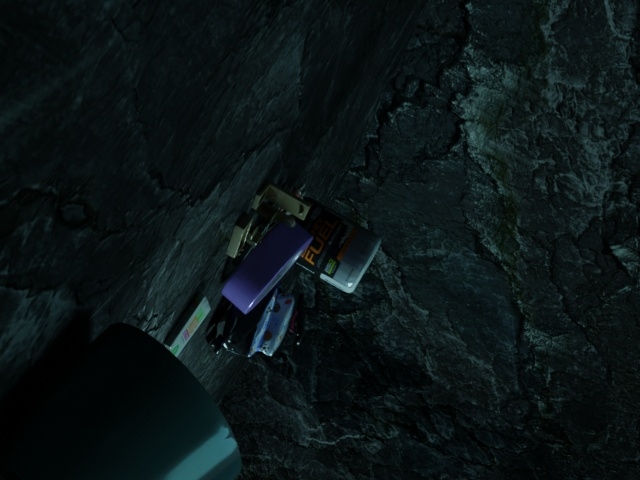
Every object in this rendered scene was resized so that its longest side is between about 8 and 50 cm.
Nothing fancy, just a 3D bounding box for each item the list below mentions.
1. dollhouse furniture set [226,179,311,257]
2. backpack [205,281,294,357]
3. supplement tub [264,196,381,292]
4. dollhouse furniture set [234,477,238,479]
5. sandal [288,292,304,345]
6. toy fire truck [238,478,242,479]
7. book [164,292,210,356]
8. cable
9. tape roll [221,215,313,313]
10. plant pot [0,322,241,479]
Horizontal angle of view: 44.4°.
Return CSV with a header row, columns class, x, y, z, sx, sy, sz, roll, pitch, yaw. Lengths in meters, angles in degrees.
class,x,y,z,sx,sy,sz,roll,pitch,yaw
dollhouse furniture set,-0.126,-0.028,1.888,0.151,0.123,0.144,-57,174,-42
backpack,-0.190,0.215,2.346,0.276,0.213,0.263,-64,-174,3
supplement tub,0.000,0.000,2.280,0.193,0.316,0.193,-61,175,-9
dollhouse furniture set,-0.355,0.517,1.423,0.362,0.256,0.394,-51,-165,0
sandal,-0.073,0.235,2.333,0.067,0.040,0.179,115,-19,-48
toy fire truck,-0.224,0.617,1.573,0.302,0.169,0.254,-62,179,-31
book,-0.314,0.197,1.835,0.144,0.035,0.096,-58,171,-21
cable,-0.129,-0.043,2.096,0.287,0.072,0.139,-59,180,-22
tape roll,-0.141,0.065,2.082,0.275,0.090,0.275,-49,177,-4
plant pot,-0.296,0.302,1.095,0.235,0.293,0.293,-40,165,-33
